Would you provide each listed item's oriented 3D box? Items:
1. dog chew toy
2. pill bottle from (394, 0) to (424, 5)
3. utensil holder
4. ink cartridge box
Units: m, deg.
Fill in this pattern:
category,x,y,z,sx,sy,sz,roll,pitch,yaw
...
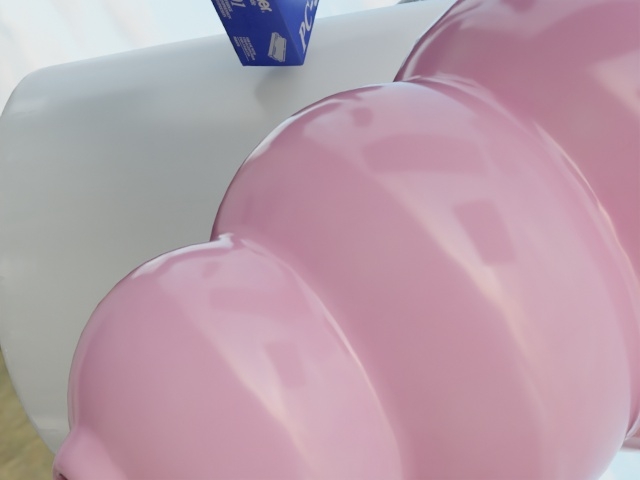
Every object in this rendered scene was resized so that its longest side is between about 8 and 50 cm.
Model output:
category,x,y,z,sx,sy,sz,roll,pitch,yaw
dog chew toy,0.053,0.020,0.544,0.206,0.332,0.206,43,-31,33
pill bottle,0.075,-0.144,1.302,0.122,0.219,0.123,52,12,-15
utensil holder,0.000,0.000,1.028,0.327,0.386,0.327,-7,90,-79
ink cartridge box,-0.022,-0.221,0.919,0.046,0.207,0.097,2,-31,19
